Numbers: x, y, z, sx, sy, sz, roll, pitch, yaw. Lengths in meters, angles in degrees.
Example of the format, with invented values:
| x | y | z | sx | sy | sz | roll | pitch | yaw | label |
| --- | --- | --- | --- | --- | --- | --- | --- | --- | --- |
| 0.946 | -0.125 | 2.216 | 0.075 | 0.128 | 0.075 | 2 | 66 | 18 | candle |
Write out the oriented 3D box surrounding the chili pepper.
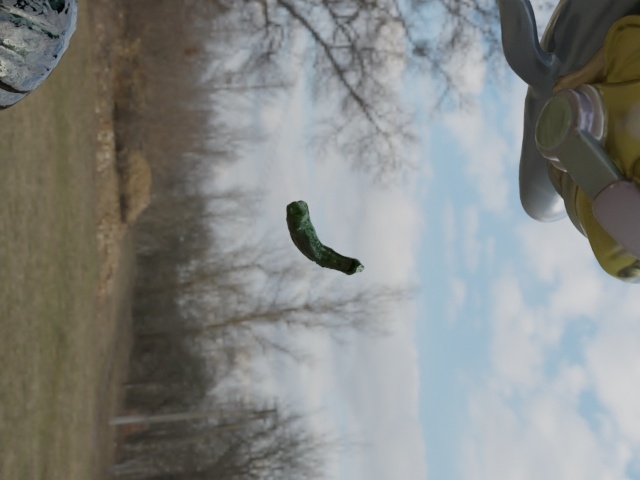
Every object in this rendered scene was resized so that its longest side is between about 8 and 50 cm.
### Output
| x | y | z | sx | sy | sz | roll | pitch | yaw | label |
| --- | --- | --- | --- | --- | --- | --- | --- | --- | --- |
| -0.004 | 0.007 | 1.113 | 0.118 | 0.035 | 0.055 | 47 | -43 | 14 | chili pepper |

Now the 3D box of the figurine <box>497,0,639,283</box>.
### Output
| x | y | z | sx | sy | sz | roll | pitch | yaw | label |
| --- | --- | --- | --- | --- | --- | --- | --- | --- | --- |
| 0.159 | -0.076 | 0.423 | 0.208 | 0.128 | 0.184 | -50 | -144 | 42 | figurine |

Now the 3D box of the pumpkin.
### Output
| x | y | z | sx | sy | sz | roll | pitch | yaw | label |
| --- | --- | --- | --- | --- | --- | --- | --- | --- | --- |
| -0.281 | -0.187 | 0.728 | 0.140 | 0.202 | 0.202 | 13 | 69 | -66 | pumpkin |
